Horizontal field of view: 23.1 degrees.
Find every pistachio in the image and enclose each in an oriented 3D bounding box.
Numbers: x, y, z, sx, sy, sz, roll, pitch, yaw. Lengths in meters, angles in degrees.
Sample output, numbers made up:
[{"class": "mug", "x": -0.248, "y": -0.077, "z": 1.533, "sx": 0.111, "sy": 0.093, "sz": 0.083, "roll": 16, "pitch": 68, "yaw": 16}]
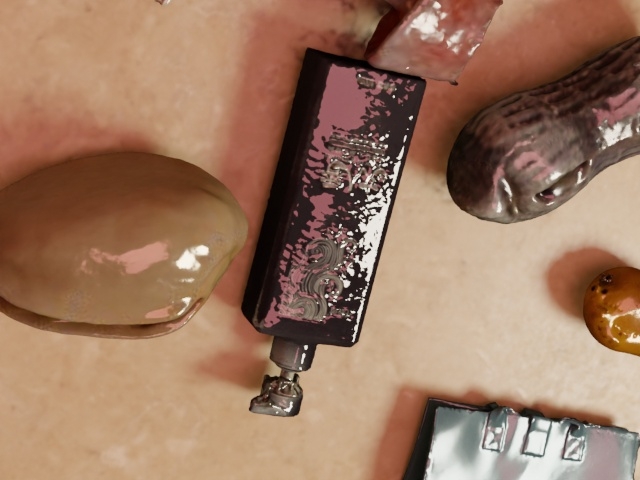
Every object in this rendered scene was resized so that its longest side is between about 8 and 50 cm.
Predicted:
[{"class": "pistachio", "x": -0.167, "y": 0.007, "z": 1.239, "sx": 0.223, "sy": 0.126, "sz": 0.152, "roll": -12, "pitch": 71, "yaw": -10}]

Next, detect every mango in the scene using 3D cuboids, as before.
[{"class": "mango", "x": 0.289, "y": 0.070, "z": 1.425, "sx": 0.127, "sy": 0.063, "sz": 0.077, "roll": 29, "pitch": 90, "yaw": -27}]

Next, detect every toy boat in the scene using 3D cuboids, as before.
[{"class": "toy boat", "x": 0.020, "y": -0.259, "z": 1.242, "sx": 0.282, "sy": 0.096, "sz": 0.206, "roll": 23, "pitch": 81, "yaw": -14}]

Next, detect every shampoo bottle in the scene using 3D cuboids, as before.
[{"class": "shampoo bottle", "x": 0.001, "y": 0.000, "z": 1.315, "sx": 0.098, "sy": 0.071, "sz": 0.309, "roll": 9, "pitch": 104, "yaw": -22}]

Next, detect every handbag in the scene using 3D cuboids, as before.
[{"class": "handbag", "x": 0.185, "y": 0.225, "z": 1.443, "sx": 0.221, "sy": 0.057, "sz": 0.144, "roll": 12, "pitch": 97, "yaw": -19}]

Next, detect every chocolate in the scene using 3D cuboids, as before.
[{"class": "chocolate", "x": 0.216, "y": -0.096, "z": 1.336, "sx": 0.248, "sy": 0.110, "sz": 0.110, "roll": -26, "pitch": 111, "yaw": -12}]

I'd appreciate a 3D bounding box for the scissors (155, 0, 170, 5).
[{"class": "scissors", "x": -0.083, "y": -0.263, "z": 1.240, "sx": 0.085, "sy": 0.022, "sz": 0.176, "roll": 30, "pitch": 92, "yaw": -24}]
